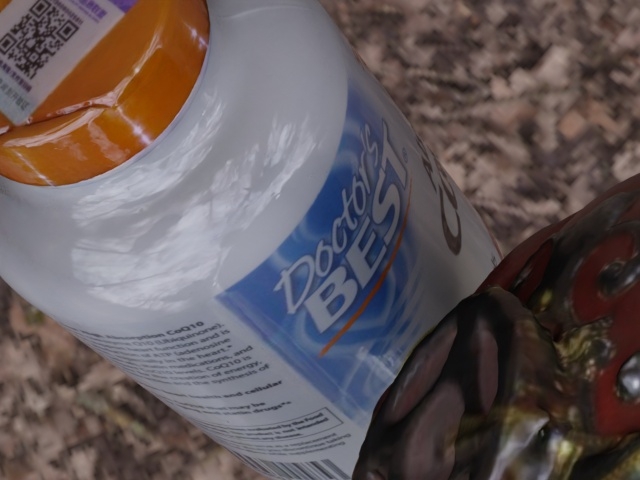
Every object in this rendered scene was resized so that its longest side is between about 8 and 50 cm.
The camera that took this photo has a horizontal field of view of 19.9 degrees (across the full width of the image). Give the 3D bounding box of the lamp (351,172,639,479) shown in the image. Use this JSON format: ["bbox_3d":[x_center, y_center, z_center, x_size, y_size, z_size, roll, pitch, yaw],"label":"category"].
[{"bbox_3d":[0.143,0.114,0.609,0.257,0.303,0.303,22,108,-16],"label":"lamp"}]

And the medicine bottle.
[{"bbox_3d":[-0.037,-0.014,0.723,0.157,0.157,0.288,-40,145,2],"label":"medicine bottle"}]
